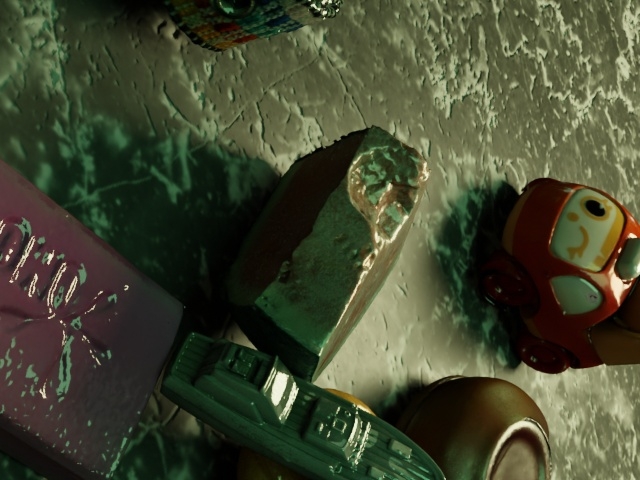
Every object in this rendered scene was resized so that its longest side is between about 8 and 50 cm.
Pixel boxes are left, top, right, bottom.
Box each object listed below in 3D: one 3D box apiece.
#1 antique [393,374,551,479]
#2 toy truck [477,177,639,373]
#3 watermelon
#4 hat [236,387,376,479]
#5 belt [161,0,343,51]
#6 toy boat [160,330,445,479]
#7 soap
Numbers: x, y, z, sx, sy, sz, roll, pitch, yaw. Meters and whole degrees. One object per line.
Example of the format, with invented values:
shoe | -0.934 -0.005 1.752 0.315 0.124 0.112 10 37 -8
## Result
antique | 0.165 0.274 1.424 0.278 0.129 0.223 -47 123 -38
toy truck | 0.351 0.047 1.578 0.265 0.239 0.189 56 48 -29
watermelon | 0.000 0.000 1.203 0.148 0.226 0.318 34 24 3
hat | -0.024 0.220 1.214 0.233 0.244 0.233 60 5 3
belt | -0.098 -0.318 1.153 0.295 0.161 0.207 66 25 -22
toy boat | -0.009 0.156 1.087 0.261 0.085 0.078 28 49 -4
soap | -0.241 0.060 1.012 0.259 0.081 0.181 45 55 -36
